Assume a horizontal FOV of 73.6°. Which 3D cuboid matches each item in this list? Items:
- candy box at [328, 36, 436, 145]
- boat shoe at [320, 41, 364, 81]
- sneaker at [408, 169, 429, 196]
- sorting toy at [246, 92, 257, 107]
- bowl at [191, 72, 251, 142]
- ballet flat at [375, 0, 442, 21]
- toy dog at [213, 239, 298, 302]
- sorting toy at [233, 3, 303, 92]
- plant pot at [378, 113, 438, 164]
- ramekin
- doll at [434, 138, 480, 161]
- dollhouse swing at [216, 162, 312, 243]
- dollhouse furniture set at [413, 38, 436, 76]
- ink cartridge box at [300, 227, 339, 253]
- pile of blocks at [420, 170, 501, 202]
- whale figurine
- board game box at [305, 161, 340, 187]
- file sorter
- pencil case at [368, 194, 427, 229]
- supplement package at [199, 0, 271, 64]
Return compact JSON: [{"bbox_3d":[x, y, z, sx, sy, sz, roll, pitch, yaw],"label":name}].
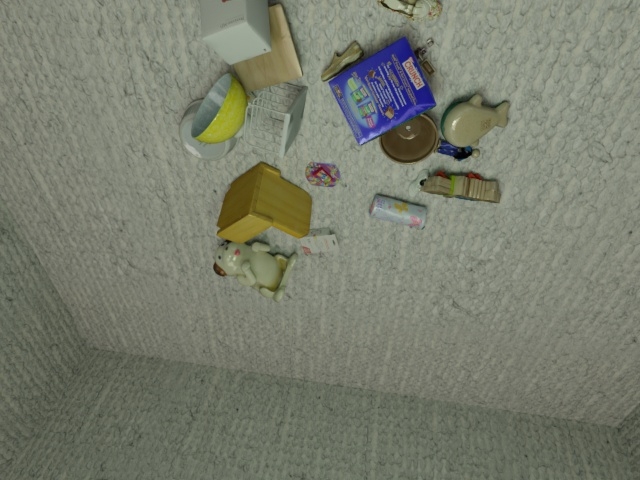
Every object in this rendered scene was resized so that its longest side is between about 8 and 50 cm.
[{"bbox_3d":[0.233,-0.547,1.602,0.317,0.122,0.268,-25,99,17],"label":"candy box"},{"bbox_3d":[0.072,-0.693,1.655,0.190,0.068,0.072,-29,107,21],"label":"boat shoe"},{"bbox_3d":[0.445,-0.252,1.955,0.053,0.061,0.152,20,133,-8],"label":"sneaker"},{"bbox_3d":[-0.308,-0.604,1.825,0.083,0.045,0.075,-29,127,31],"label":"sorting toy"},{"bbox_3d":[-0.372,-0.497,1.706,0.156,0.290,0.289,28,133,-34],"label":"bowl"},{"bbox_3d":[0.304,-0.810,1.486,0.240,0.077,0.091,12,131,1],"label":"ballet flat"},{"bbox_3d":[-0.378,0.129,2.362,0.407,0.285,0.395,26,167,-13],"label":"toy dog"},{"bbox_3d":[-0.214,-0.734,1.643,0.255,0.089,0.257,-8,121,19],"label":"sorting toy"},{"bbox_3d":[0.364,-0.443,1.772,0.237,0.110,0.237,7,131,8],"label":"plant pot"},{"bbox_3d":[-0.504,-0.482,1.914,0.272,0.127,0.273,6,131,7],"label":"ramekin"},{"bbox_3d":[0.584,-0.382,1.814,0.188,0.046,0.129,13,153,-2],"label":"doll"},{"bbox_3d":[-0.258,-0.131,2.033,0.315,0.347,0.305,-28,131,31],"label":"dollhouse swing"},{"bbox_3d":[0.403,-0.664,1.587,0.091,0.081,0.114,-31,118,33],"label":"dollhouse furniture set"},{"bbox_3d":[0.000,0.000,2.266,0.198,0.067,0.115,-4,130,18],"label":"ink cartridge box"},{"bbox_3d":[0.630,-0.247,1.905,0.362,0.149,0.113,9,89,-10],"label":"pile of blocks"},{"bbox_3d":[0.605,-0.480,1.695,0.271,0.141,0.216,-17,126,-5],"label":"whale figurine"},{"bbox_3d":[0.007,-0.302,2.023,0.168,0.033,0.133,7,131,7],"label":"board game box"},{"bbox_3d":[-0.178,-0.503,1.729,0.173,0.278,0.193,18,132,2],"label":"file sorter"},{"bbox_3d":[0.370,-0.133,2.041,0.273,0.114,0.124,15,156,-2],"label":"pencil case"},{"bbox_3d":[-0.290,-0.795,1.458,0.177,0.293,0.175,-10,170,19],"label":"supplement package"}]
